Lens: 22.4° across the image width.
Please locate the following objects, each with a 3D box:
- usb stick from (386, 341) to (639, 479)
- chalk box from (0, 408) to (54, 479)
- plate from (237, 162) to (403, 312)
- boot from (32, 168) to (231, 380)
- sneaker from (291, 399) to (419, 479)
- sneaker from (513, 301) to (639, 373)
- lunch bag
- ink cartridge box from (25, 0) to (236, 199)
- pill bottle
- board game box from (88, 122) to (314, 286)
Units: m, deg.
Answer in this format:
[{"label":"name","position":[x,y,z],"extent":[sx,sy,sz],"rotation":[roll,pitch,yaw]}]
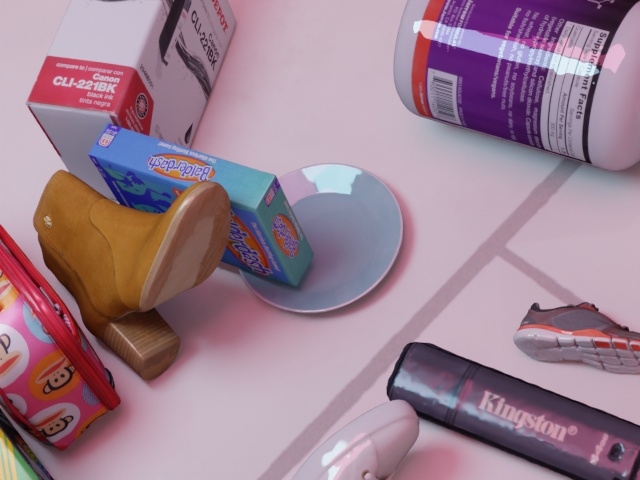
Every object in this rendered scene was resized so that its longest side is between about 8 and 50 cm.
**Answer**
[{"label":"usb stick","position":[0.195,0.173,1.582],"extent":[0.278,0.045,0.077],"rotation":[20,66,25]},{"label":"chalk box","position":[-0.391,0.222,1.596],"extent":[0.179,0.180,0.289],"rotation":[-39,72,-10]},{"label":"plate","position":[0.000,0.000,1.754],"extent":[0.188,0.024,0.188],"rotation":[-8,58,12]},{"label":"boot","position":[-0.210,-0.009,1.671],"extent":[0.104,0.295,0.211],"rotation":[-26,62,-38]},{"label":"sneaker","position":[0.011,0.285,1.540],"extent":[0.290,0.106,0.123],"rotation":[-47,61,-1]},{"label":"sneaker","position":[0.273,0.087,1.606],"extent":[0.158,0.061,0.065],"rotation":[8,56,19]},{"label":"lunch bag","position":[-0.345,0.061,1.672],"extent":[0.120,0.258,0.293],"rotation":[-38,58,-8]},{"label":"ink cartridge box","position":[-0.206,-0.206,1.831],"extent":[0.114,0.197,0.273],"rotation":[8,63,18]},{"label":"pill bottle","position":[0.251,-0.182,1.699],"extent":[0.323,0.181,0.181],"rotation":[18,66,24]},{"label":"board game box","position":[-0.124,-0.037,1.701],"extent":[0.210,0.160,0.047],"rotation":[17,65,26]}]
